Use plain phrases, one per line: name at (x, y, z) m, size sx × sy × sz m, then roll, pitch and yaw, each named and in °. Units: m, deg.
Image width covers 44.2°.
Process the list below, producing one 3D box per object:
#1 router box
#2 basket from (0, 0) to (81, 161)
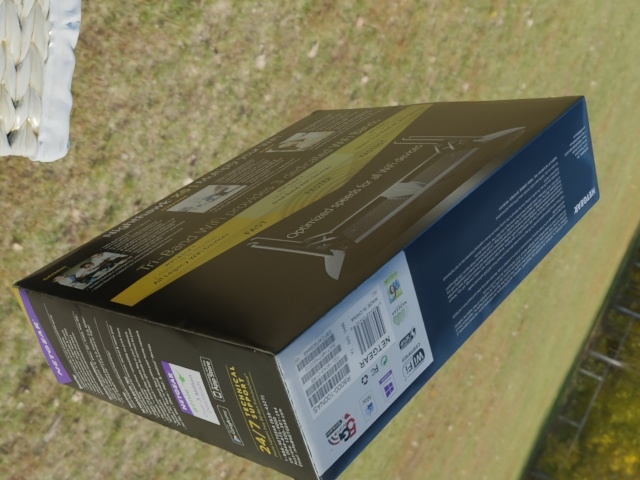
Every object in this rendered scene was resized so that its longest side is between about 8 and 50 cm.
router box at (0.000, 0.000, 0.513) m, size 0.309 × 0.243 × 0.081 m, roll -36°, pitch 119°, yaw -38°
basket at (-0.383, -0.251, 0.617) m, size 0.266 × 0.328 × 0.331 m, roll -9°, pitch 114°, yaw -51°
